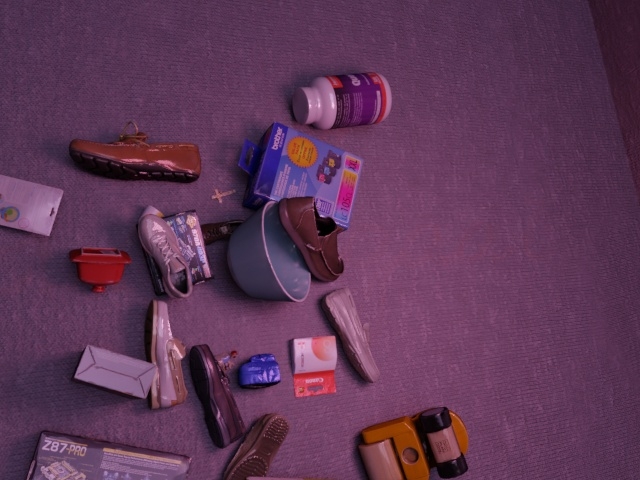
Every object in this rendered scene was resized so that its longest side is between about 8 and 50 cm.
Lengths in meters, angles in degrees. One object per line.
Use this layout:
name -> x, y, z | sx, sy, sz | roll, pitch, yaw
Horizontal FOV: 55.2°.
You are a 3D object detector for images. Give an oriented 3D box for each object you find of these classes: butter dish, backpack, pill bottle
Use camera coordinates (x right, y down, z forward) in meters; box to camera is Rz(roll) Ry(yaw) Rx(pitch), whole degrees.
butter dish -> -0.612, 0.086, 1.697 | 0.160, 0.160, 0.118 | 2, 98, -23
backpack -> -0.187, 0.392, 1.822 | 0.120, 0.098, 0.101 | -7, 70, -13
pill bottle -> 0.074, -0.481, 2.121 | 0.323, 0.181, 0.181 | -12, 82, -27

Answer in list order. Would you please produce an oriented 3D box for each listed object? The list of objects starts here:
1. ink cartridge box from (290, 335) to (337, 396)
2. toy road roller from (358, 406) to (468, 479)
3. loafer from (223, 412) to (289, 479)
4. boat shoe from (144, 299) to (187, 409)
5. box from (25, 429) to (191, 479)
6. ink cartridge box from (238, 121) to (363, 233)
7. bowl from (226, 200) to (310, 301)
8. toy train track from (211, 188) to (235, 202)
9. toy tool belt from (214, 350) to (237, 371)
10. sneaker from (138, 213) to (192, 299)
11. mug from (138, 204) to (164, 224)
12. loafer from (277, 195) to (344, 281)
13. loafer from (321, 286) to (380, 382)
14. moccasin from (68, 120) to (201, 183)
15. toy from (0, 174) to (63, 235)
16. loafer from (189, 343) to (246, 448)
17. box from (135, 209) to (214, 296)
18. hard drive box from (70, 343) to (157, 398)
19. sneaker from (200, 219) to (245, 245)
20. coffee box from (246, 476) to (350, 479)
ink cartridge box -> -0.017, 0.393, 1.925 | 0.145, 0.045, 0.179 | -1, 74, -24
toy road roller -> 0.303, 0.647, 1.943 | 0.329, 0.240, 0.202 | -20, 84, 10
loafer -> -0.188, 0.614, 1.766 | 0.102, 0.092, 0.268 | 41, 80, -19
boat shoe -> -0.435, 0.316, 1.726 | 0.103, 0.113, 0.302 | -1, 87, -26
box -> -0.564, 0.684, 1.572 | 0.395, 0.097, 0.318 | 17, 72, -19
ink cartridge box -> -0.083, -0.202, 1.998 | 0.395, 0.151, 0.270 | 19, 69, -17
bowl -> -0.167, 0.051, 1.839 | 0.311, 0.163, 0.311 | -17, 90, -71
toy train track -> -0.308, -0.148, 1.954 | 0.083, 0.014, 0.048 | -20, 85, -28
toy tool belt -> -0.283, 0.362, 1.816 | 0.083, 0.052, 0.051 | -17, 114, -24
sneaker -> -0.419, 0.045, 1.708 | 0.099, 0.121, 0.262 | -29, 102, -22
mug -> -0.501, -0.059, 1.816 | 0.078, 0.062, 0.064 | 28, 72, 20
loafer -> 0.000, 0.000, 1.902 | 0.366, 0.130, 0.134 | 54, 26, -44
loafer -> 0.118, 0.302, 1.971 | 0.111, 0.112, 0.319 | -25, 87, -19
moccasin -> -0.539, -0.261, 1.811 | 0.380, 0.139, 0.147 | 0, 75, -24
toy -> -0.844, -0.100, 1.678 | 0.237, 0.056, 0.137 | 15, 74, -15
loafer -> -0.295, 0.438, 1.764 | 0.095, 0.109, 0.302 | -15, 90, -40
box -> -0.426, 0.035, 1.801 | 0.175, 0.051, 0.220 | -18, 98, -24
hard drive box -> -0.542, 0.346, 1.595 | 0.181, 0.232, 0.089 | 22, 69, -17
sneaker -> -0.313, -0.034, 1.889 | 0.188, 0.071, 0.066 | -17, 84, -27
coffee box -> -0.026, 0.845, 1.601 | 0.334, 0.337, 0.338 | 12, 85, -22
